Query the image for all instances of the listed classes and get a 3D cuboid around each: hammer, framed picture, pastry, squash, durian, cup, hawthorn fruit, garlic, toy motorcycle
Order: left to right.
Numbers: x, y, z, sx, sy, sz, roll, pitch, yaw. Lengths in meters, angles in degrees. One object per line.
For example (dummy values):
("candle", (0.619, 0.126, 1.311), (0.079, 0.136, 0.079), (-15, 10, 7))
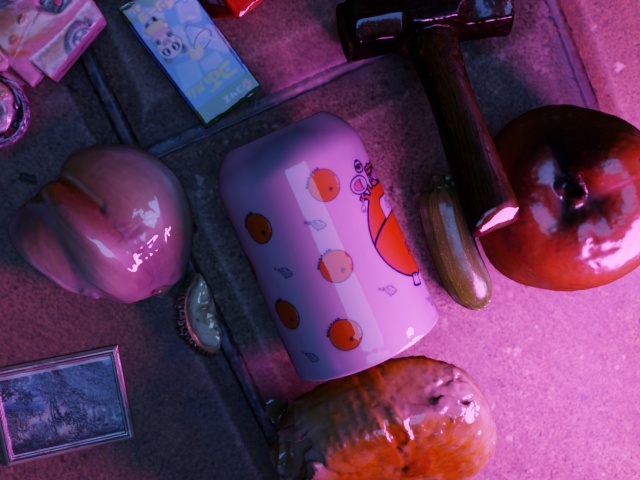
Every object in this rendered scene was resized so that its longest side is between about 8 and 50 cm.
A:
("toy motorcycle", (-0.397, -0.302, 1.039), (0.223, 0.108, 0.341), (38, 88, -9))
("framed picture", (-0.364, 0.233, 1.143), (0.183, 0.011, 0.142), (-10, 97, -11))
("garlic", (-0.274, -0.017, 1.091), (0.228, 0.110, 0.217), (39, 84, -12))
("durian", (-0.176, 0.110, 1.149), (0.066, 0.052, 0.130), (-15, 98, -12))
("cup", (0.000, 0.000, 1.094), (0.212, 0.212, 0.317), (-26, 99, -8))
("pastry", (0.088, 0.289, 1.130), (0.329, 0.136, 0.330), (-11, 136, -11))
("squash", (0.198, 0.003, 1.206), (0.077, 0.068, 0.219), (-15, 99, 8))
("hammer", (0.175, -0.189, 1.059), (0.242, 0.095, 0.409), (-10, 58, -5))
("hawthorn fruit", (0.343, -0.059, 1.107), (0.267, 0.301, 0.268), (0, 92, 3))

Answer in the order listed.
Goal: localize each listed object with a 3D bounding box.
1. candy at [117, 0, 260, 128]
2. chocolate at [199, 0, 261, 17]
("candy", (-0.178, -0.257, 1.108), (0.097, 0.062, 0.194), (-38, 101, -7))
("chocolate", (-0.098, -0.435, 1.042), (0.234, 0.108, 0.237), (-38, 132, -6))
